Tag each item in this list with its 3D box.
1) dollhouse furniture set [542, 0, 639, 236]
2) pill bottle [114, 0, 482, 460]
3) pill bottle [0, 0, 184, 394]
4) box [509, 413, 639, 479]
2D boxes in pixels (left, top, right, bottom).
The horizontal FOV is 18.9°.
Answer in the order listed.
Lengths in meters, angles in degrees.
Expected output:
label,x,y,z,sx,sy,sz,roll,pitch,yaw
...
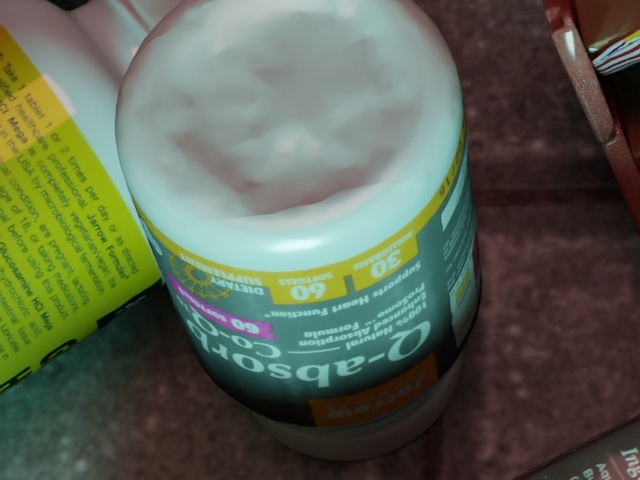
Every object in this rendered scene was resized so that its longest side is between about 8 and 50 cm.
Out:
label,x,y,z,sx,sy,sz,roll,pitch,yaw
dollhouse furniture set,0.236,-0.194,1.137,0.201,0.152,0.374,-19,35,15
pill bottle,0.000,0.000,0.976,0.162,0.278,0.162,-4,60,6
pill bottle,-0.193,-0.015,1.064,0.334,0.188,0.188,-34,62,-11
box,0.070,0.223,0.895,0.381,0.191,0.143,-28,61,-6
